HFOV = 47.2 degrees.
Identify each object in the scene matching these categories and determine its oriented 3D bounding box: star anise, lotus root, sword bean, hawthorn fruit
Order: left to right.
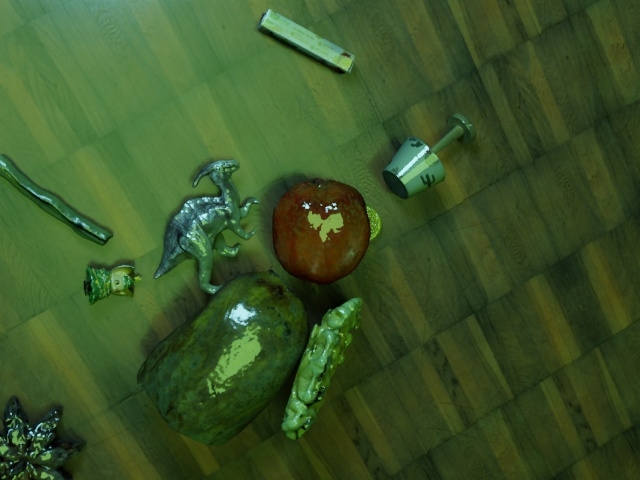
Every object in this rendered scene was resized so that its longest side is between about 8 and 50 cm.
[{"bbox_3d":[-0.608,0.447,1.480,0.236,0.109,0.223,-30,109,-9],"label":"star anise"},{"bbox_3d":[-0.531,-0.075,1.442,0.269,0.038,0.043,39,94,-15],"label":"sword bean"},{"bbox_3d":[-0.173,0.222,1.473,0.250,0.250,0.346,42,88,-16],"label":"lotus root"},{"bbox_3d":[0.000,0.000,1.508,0.205,0.205,0.253,-4,108,-13],"label":"hawthorn fruit"}]

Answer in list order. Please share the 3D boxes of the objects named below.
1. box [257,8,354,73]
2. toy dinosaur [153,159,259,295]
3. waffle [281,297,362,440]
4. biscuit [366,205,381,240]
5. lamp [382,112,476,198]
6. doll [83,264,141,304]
[{"bbox_3d":[-0.029,-0.405,1.502,0.207,0.050,0.041,25,91,-16],"label":"box"},{"bbox_3d":[-0.225,-0.023,1.506,0.162,0.077,0.294,30,87,-16],"label":"toy dinosaur"},{"bbox_3d":[0.003,0.258,1.514,0.073,0.297,0.317,23,87,8],"label":"waffle"},{"bbox_3d":[0.092,-0.036,1.607,0.084,0.023,0.084,-3,102,-13],"label":"biscuit"},{"bbox_3d":[0.237,-0.183,1.571,0.214,0.121,0.121,-38,106,-14],"label":"lamp"},{"bbox_3d":[-0.430,0.080,1.492,0.113,0.076,0.078,-20,133,-39],"label":"doll"}]
